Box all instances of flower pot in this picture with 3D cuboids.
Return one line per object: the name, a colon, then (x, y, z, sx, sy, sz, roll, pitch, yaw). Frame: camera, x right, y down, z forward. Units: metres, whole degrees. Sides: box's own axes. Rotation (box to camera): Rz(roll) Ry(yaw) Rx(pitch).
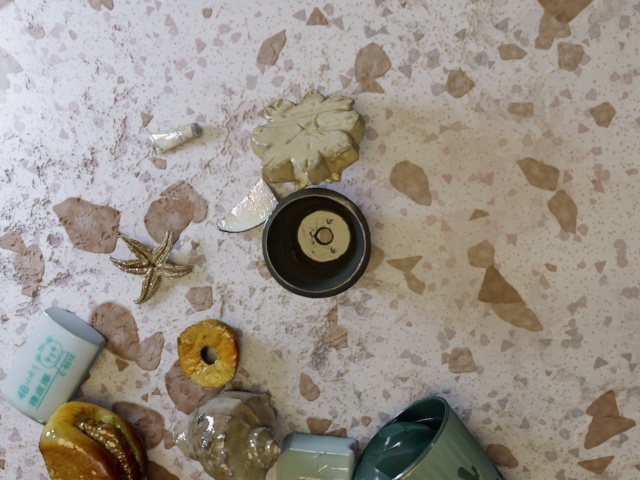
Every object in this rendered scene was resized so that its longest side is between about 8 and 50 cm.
flower pot: (0.000, 0.000, 1.720, 0.269, 0.166, 0.269, 1, 96, 9)

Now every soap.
soap: (-0.012, 0.699, 1.857, 0.208, 0.115, 0.347, 4, 100, 9)

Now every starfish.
starfish: (-0.459, 0.067, 1.866, 0.227, 0.043, 0.240, 26, 105, 7)

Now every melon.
melon: (-0.184, -0.069, 1.796, 0.182, 0.054, 0.098, -44, 84, 12)

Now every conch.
conch: (-0.243, 0.497, 1.810, 0.324, 0.263, 0.186, 11, 143, 14)

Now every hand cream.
hand cream: (-0.377, -0.270, 1.804, 0.143, 0.039, 0.061, -16, 98, 16)

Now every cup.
cup: (0.270, 0.644, 1.686, 0.401, 0.310, 0.392, -44, 95, -22)

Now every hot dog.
hot dog: (-0.595, 0.632, 1.893, 0.223, 0.185, 0.405, -9, 107, 1)

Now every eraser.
eraser: (-0.745, 0.350, 1.929, 0.189, 0.104, 0.290, 34, 102, 6)

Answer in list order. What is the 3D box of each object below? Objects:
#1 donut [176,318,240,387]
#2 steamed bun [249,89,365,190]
donut: (-0.292, 0.295, 1.861, 0.174, 0.074, 0.190, -15, 100, 10)
steamed bun: (-0.023, -0.218, 1.650, 0.295, 0.137, 0.292, 23, 58, 29)
